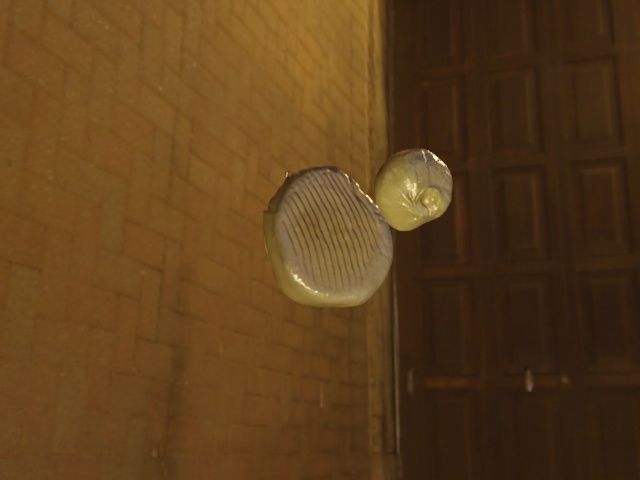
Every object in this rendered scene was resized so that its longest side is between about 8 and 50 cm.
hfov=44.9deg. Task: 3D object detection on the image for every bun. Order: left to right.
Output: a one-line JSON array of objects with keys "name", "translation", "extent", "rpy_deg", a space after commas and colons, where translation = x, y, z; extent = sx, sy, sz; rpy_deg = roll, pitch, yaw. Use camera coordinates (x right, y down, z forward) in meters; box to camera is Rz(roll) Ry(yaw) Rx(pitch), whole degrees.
[{"name": "bun", "translation": [0.000, 0.000, 0.940], "extent": [0.113, 0.167, 0.173], "rpy_deg": [147, -48, -62]}, {"name": "bun", "translation": [0.097, -0.050, 0.776], "extent": [0.055, 0.086, 0.086], "rpy_deg": [26, -48, 56]}]
